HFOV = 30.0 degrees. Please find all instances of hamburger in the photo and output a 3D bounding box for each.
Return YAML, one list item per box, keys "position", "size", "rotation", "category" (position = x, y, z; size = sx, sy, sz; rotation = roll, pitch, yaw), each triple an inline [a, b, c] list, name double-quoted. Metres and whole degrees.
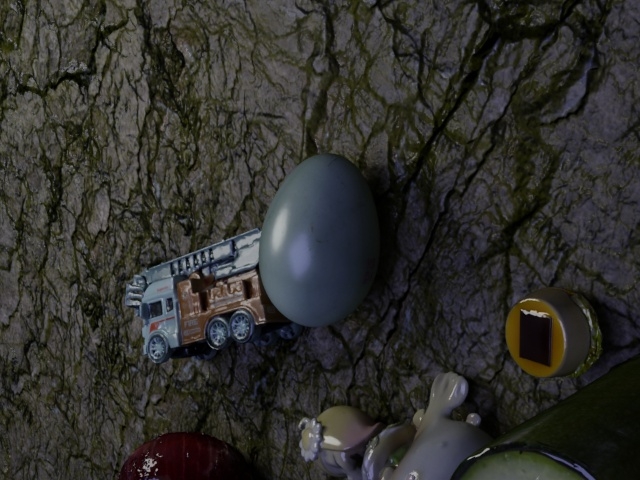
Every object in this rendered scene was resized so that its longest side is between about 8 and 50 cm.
- position: [0.322, 0.126, 1.625]
  size: [0.141, 0.081, 0.127]
  rotation: [-12, 89, 52]
  category: "hamburger"

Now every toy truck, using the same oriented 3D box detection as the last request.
- position: [-0.183, 0.100, 2.007]
  size: [0.338, 0.133, 0.185]
  rotation: [-16, 78, 37]
  category: "toy truck"

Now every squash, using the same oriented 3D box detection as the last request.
- position: [0.353, 0.305, 1.440]
  size: [0.263, 0.384, 0.263]
  rotation: [11, 108, 37]
  category: "squash"

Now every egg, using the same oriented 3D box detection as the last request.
- position: [0.000, 0.000, 1.798]
  size: [0.182, 0.182, 0.264]
  rotation: [12, 100, 37]
  category: "egg"

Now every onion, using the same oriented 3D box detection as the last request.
- position: [-0.227, 0.427, 2.075]
  size: [0.252, 0.219, 0.252]
  rotation: [4, 127, 6]
  category: "onion"

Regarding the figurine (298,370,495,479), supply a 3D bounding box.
- position: [0.125, 0.316, 1.791]
  size: [0.394, 0.226, 0.275]
  rotation: [11, 75, 49]
  category: "figurine"
